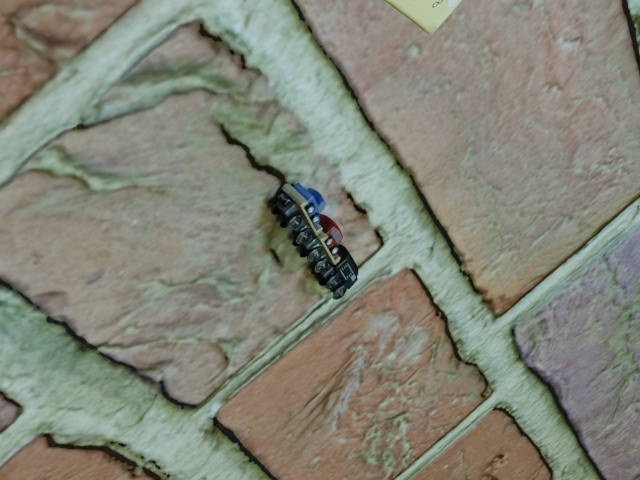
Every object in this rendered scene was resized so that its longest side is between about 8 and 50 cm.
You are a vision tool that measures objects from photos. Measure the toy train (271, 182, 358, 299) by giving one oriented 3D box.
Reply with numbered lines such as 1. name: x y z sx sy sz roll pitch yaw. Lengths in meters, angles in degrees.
1. toy train: 0.000 0.000 1.039 0.036 0.027 0.158 -42 151 -6

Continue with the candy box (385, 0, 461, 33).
1. candy box: -0.052 -0.212 0.547 0.087 0.183 0.316 -49 149 12
